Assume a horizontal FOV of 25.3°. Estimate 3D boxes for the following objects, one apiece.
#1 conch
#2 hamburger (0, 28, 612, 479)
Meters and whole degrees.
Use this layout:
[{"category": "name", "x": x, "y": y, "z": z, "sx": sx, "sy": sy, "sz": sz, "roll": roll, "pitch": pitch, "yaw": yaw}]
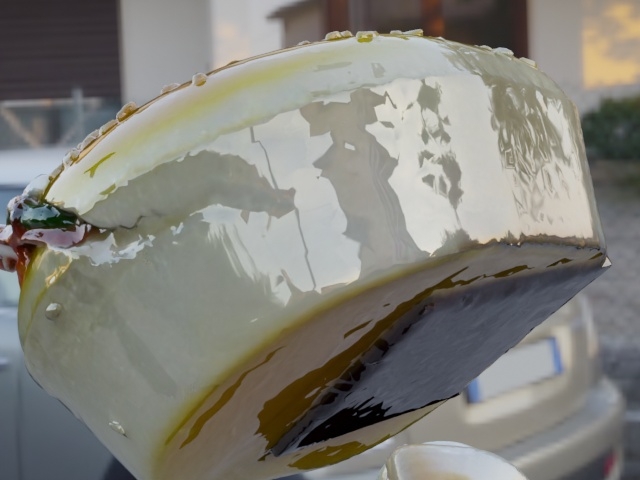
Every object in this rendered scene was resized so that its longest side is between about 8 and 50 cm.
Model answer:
[{"category": "conch", "x": 0.118, "y": 0.238, "z": 1.060, "sx": 0.127, "sy": 0.158, "sz": 0.255, "roll": -7, "pitch": 36, "yaw": -9}, {"category": "hamburger", "x": 0.000, "y": 0.000, "z": 0.616, "sx": 0.227, "sy": 0.151, "sz": 0.295, "roll": -38, "pitch": -22, "yaw": 22}]
